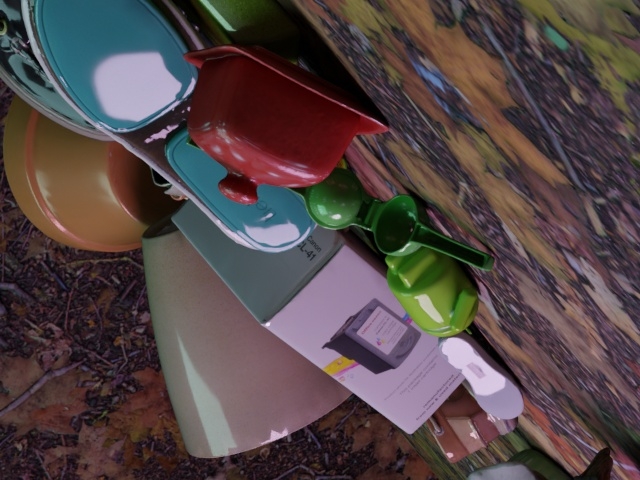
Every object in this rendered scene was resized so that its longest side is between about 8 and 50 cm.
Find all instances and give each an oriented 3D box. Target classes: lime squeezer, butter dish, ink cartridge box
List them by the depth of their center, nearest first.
[{"bbox_3d":[-0.048,-0.087,1.523,0.160,0.118,0.160,27,174,-19],"label":"butter dish"},{"bbox_3d":[0.027,-0.025,1.621,0.310,0.059,0.110,24,-162,23],"label":"lime squeezer"},{"bbox_3d":[0.009,0.053,1.996,0.306,0.131,0.226,39,-175,-46],"label":"ink cartridge box"}]

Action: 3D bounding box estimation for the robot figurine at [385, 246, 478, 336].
[{"bbox_3d":[0.106,0.045,1.709,0.101,0.067,0.115,44,173,49],"label":"robot figurine"}]

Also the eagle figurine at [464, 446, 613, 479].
[{"bbox_3d":[0.275,0.310,1.654,0.226,0.225,0.298,62,180,-25],"label":"eagle figurine"}]

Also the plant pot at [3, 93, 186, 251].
[{"bbox_3d":[-0.242,-0.121,2.391,0.203,0.291,0.291,10,144,54],"label":"plant pot"}]

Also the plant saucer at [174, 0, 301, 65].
[{"bbox_3d":[-0.097,-0.219,1.588,0.188,0.045,0.188,49,175,3],"label":"plant saucer"}]

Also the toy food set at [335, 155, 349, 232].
[{"bbox_3d":[-0.018,-0.109,1.832,0.192,0.038,0.132,52,169,23],"label":"toy food set"}]

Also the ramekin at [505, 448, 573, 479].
[{"bbox_3d":[0.297,0.404,2.275,0.303,0.148,0.303,48,174,6],"label":"ramekin"}]

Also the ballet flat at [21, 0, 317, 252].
[{"bbox_3d":[-0.139,-0.142,1.684,0.400,0.139,0.139,47,177,-36],"label":"ballet flat"}]

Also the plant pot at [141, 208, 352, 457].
[{"bbox_3d":[-0.109,0.089,2.280,0.274,0.256,0.256,66,170,-14],"label":"plant pot"}]

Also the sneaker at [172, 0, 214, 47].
[{"bbox_3d":[-0.190,-0.256,1.920,0.283,0.110,0.122,32,-160,30],"label":"sneaker"}]

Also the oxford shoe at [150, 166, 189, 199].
[{"bbox_3d":[-0.127,-0.098,2.128,0.140,0.146,0.397,39,170,49],"label":"oxford shoe"}]

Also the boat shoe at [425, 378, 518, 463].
[{"bbox_3d":[0.100,0.145,2.200,0.324,0.116,0.123,44,173,42],"label":"boat shoe"}]

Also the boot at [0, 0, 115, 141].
[{"bbox_3d":[-0.273,-0.288,1.718,0.377,0.138,0.284,54,159,9],"label":"boot"}]

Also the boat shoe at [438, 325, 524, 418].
[{"bbox_3d":[0.175,0.136,1.958,0.142,0.049,0.040,50,-152,-30],"label":"boat shoe"}]
